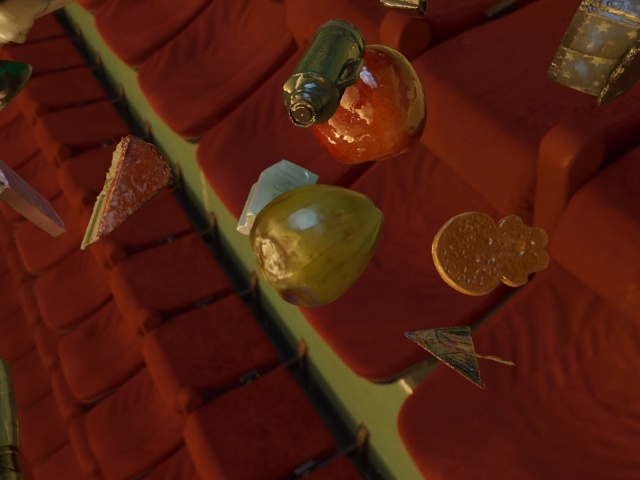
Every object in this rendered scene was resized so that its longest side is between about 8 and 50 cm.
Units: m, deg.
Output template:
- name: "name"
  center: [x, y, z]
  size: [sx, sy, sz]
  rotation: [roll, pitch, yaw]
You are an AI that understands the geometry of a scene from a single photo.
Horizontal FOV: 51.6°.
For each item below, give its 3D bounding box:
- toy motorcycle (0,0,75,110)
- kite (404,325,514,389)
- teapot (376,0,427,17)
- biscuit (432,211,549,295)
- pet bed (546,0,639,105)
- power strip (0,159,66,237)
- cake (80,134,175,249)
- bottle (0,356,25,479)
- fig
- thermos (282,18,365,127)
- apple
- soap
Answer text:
- name: "toy motorcycle"
  center: [-0.198, -0.174, 0.386]
  size: [0.260, 0.171, 0.110]
  rotation: [14, 159, 49]
- name: "kite"
  center: [0.190, 0.151, 0.906]
  size: [0.190, 0.159, 0.010]
  rotation: [-64, -11, -71]
- name: "teapot"
  center: [0.120, -0.409, 1.057]
  size: [0.177, 0.096, 0.087]
  rotation: [-41, -42, -71]
- name: "biscuit"
  center: [0.409, 0.027, 1.592]
  size: [0.044, 0.288, 0.202]
  rotation: [150, 113, -77]
- name: "pet bed"
  center: [0.487, -0.340, 1.060]
  size: [0.159, 0.183, 0.211]
  rotation: [27, 158, 12]
- name: "power strip"
  center: [-0.628, -0.092, 1.395]
  size: [0.109, 0.037, 0.279]
  rotation: [51, 171, 18]
- name: "cake"
  center: [-0.344, -0.070, 1.206]
  size: [0.086, 0.116, 0.221]
  rotation: [-23, 51, 45]
- name: "bottle"
  center: [-0.764, 0.439, 1.491]
  size: [0.168, 0.168, 0.347]
  rotation: [102, 147, -57]
- name: "fig"
  center: [0.000, 0.000, 1.303]
  size: [0.239, 0.271, 0.240]
  rotation: [155, 90, -87]
- name: "thermos"
  center: [0.007, -0.200, 0.817]
  size: [0.083, 0.188, 0.073]
  rotation: [17, 133, 4]
- name: "apple"
  center: [0.081, -0.243, 1.196]
  size: [0.218, 0.218, 0.201]
  rotation: [-8, 97, 69]
- name: "soap"
  center: [-0.095, -0.096, 1.585]
  size: [0.091, 0.145, 0.231]
  rotation: [-50, 19, 46]
